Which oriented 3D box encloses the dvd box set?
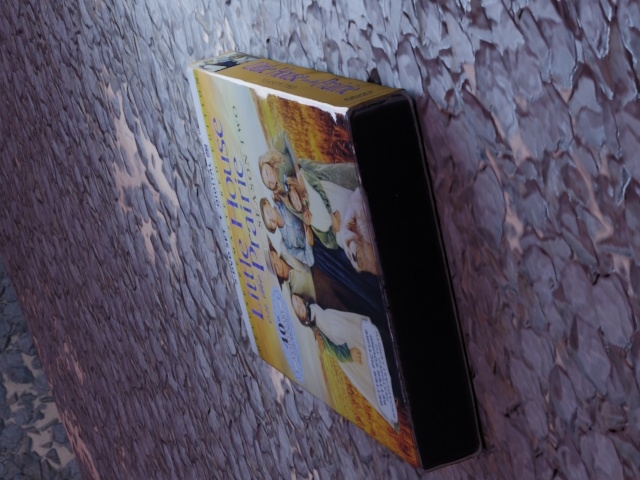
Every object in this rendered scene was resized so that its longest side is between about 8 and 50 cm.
[{"bbox_3d":[0.000,0.000,1.582,0.420,0.062,0.308,-153,49,-66],"label":"dvd box set"}]
